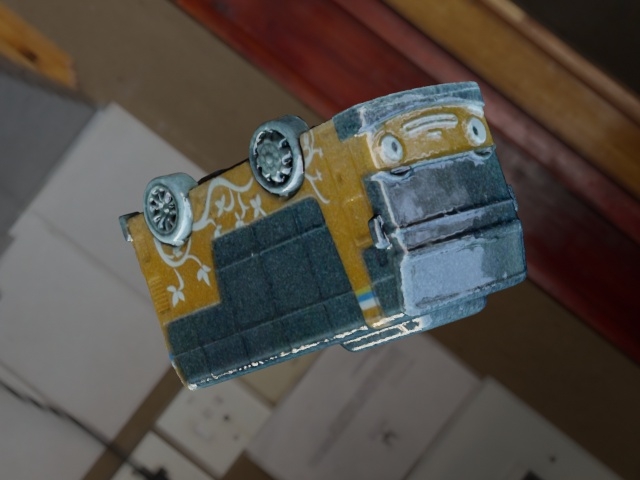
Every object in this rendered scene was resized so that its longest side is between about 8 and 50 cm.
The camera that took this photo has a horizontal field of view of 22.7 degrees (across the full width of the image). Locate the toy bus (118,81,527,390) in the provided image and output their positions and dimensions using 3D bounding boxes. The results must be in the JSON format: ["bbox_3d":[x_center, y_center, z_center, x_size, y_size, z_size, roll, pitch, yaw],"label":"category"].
[{"bbox_3d":[0.000,0.000,1.114,0.138,0.167,0.275,-15,174,-43],"label":"toy bus"}]
